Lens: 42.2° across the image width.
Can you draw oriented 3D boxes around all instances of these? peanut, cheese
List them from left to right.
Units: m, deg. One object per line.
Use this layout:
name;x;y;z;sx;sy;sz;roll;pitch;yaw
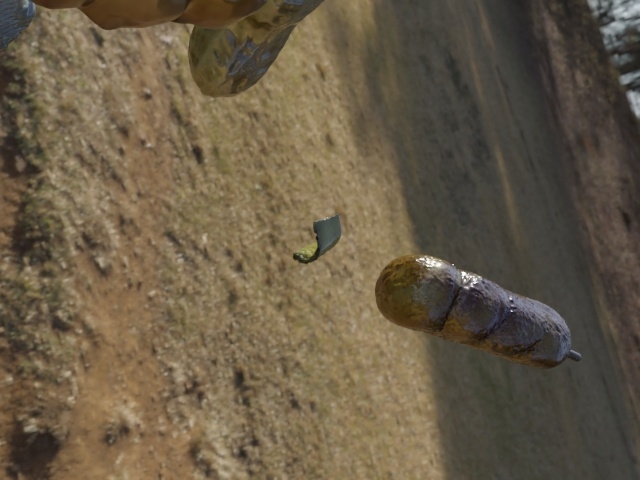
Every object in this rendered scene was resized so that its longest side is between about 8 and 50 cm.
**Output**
peanut;-0.072;-0.291;1.016;0.120;0.298;0.136;33;38;-12
cheese;0.001;0.000;1.253;0.041;0.084;0.060;45;37;16

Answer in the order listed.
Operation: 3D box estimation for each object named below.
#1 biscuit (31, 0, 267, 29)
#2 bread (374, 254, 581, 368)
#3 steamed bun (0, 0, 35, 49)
biscuit;-0.102;-0.271;0.428;0.325;0.107;0.326;13;69;-37
bread;0.203;0.092;0.976;0.344;0.124;0.084;21;90;-35
steamed bun;-0.779;-0.496;1.705;0.219;0.309;0.324;49;-9;8
